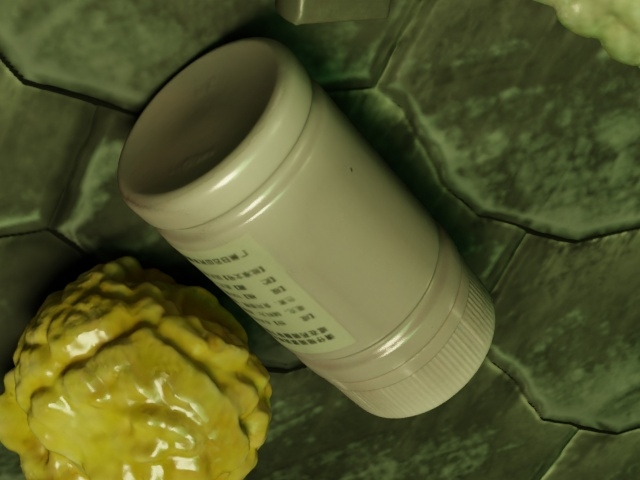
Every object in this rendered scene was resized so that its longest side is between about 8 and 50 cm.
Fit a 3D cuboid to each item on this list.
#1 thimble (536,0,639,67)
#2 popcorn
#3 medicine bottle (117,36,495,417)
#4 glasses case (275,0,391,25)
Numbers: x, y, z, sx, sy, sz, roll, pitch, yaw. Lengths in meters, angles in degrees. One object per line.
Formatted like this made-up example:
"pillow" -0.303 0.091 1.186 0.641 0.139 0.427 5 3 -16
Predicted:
"thimble" 0.164 -0.183 0.587 0.219 0.219 0.150 27 111 -32
"popcorn" -0.122 0.103 0.736 0.180 0.170 0.180 3 85 -32
"medicine bottle" 0.000 0.000 0.714 0.133 0.133 0.249 -39 127 10
"glasses case" 0.016 -0.213 0.626 0.072 0.042 0.191 -8 126 -22
